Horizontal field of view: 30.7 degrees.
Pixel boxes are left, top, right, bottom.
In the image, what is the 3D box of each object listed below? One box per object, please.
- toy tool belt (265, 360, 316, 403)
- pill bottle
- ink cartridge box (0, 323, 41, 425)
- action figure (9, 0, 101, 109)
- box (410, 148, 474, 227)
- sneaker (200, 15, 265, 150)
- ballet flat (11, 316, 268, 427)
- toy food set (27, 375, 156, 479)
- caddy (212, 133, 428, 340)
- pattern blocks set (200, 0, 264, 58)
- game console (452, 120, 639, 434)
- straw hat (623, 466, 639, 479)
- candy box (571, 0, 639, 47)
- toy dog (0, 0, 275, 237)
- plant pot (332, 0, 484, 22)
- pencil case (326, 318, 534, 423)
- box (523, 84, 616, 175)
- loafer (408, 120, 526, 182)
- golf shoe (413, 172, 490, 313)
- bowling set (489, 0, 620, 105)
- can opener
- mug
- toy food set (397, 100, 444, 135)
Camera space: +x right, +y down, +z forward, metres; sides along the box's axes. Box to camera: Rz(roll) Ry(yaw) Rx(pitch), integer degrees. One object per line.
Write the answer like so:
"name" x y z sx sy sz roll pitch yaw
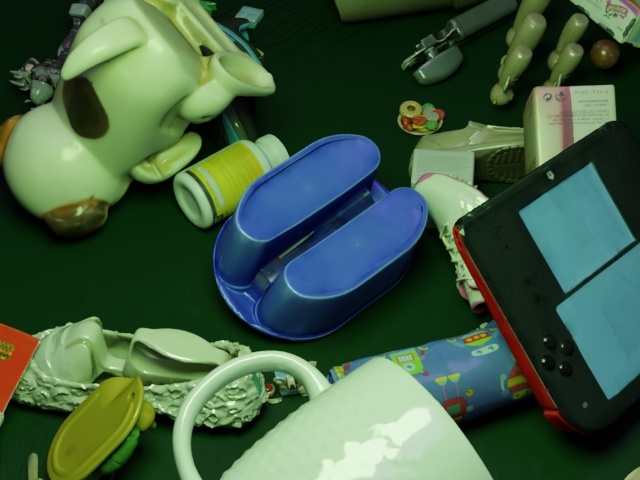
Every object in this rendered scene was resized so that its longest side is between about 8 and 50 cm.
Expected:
"toy tool belt" -0.045 0.195 1.657 0.083 0.051 0.052 -12 46 -8
"pill bottle" -0.143 -0.103 1.920 0.184 0.103 0.103 -31 52 -25
"ink cartridge box" -0.559 0.195 1.614 0.275 0.060 0.239 18 74 19
"action figure" -0.457 -0.339 2.166 0.185 0.099 0.285 16 54 20
"box" 0.197 -0.083 1.886 0.102 0.101 0.087 4 45 7
"sneaker" -0.152 -0.288 2.078 0.140 0.125 0.341 -9 55 -17
"ballet flat" -0.273 0.167 1.640 0.409 0.147 0.147 5 46 9
"toy food set" -0.294 0.277 1.556 0.218 0.071 0.128 -44 35 7
"caddy" 0.000 0.000 1.767 0.341 0.179 0.241 -34 77 -28
"pattern blocks set" -0.248 -0.368 2.243 0.285 0.026 0.325 8 46 10
"game console" 0.385 0.047 1.616 0.386 0.342 0.060 -31 7 -34
"straw hat" 0.451 0.345 1.479 0.144 0.061 0.144 -14 42 13
"candy box" 0.596 -0.413 2.145 0.233 0.071 0.159 3 37 -38
"toy dog" -0.327 -0.187 1.847 0.284 0.408 0.395 45 23 -2
"plant pot" 0.136 -0.560 2.252 0.280 0.323 0.323 -23 46 3
"pencil case" 0.155 0.192 1.603 0.306 0.119 0.133 -16 44 -13
"box" 0.387 -0.109 1.802 0.127 0.148 0.232 -1 78 3
"loafer" 0.278 -0.154 1.954 0.269 0.102 0.092 -4 51 -1
"golf shoe" 0.240 0.021 1.748 0.306 0.115 0.140 41 70 18
"bowling set" 0.422 -0.319 2.109 0.200 0.154 0.287 26 48 1
"can opener" 0.273 -0.376 2.213 0.283 0.076 0.095 -31 84 -26
"mug" -0.017 0.301 1.369 0.328 0.276 0.374 -33 77 -15
"toy food set" 0.179 -0.218 2.078 0.083 0.020 0.083 6 45 8
